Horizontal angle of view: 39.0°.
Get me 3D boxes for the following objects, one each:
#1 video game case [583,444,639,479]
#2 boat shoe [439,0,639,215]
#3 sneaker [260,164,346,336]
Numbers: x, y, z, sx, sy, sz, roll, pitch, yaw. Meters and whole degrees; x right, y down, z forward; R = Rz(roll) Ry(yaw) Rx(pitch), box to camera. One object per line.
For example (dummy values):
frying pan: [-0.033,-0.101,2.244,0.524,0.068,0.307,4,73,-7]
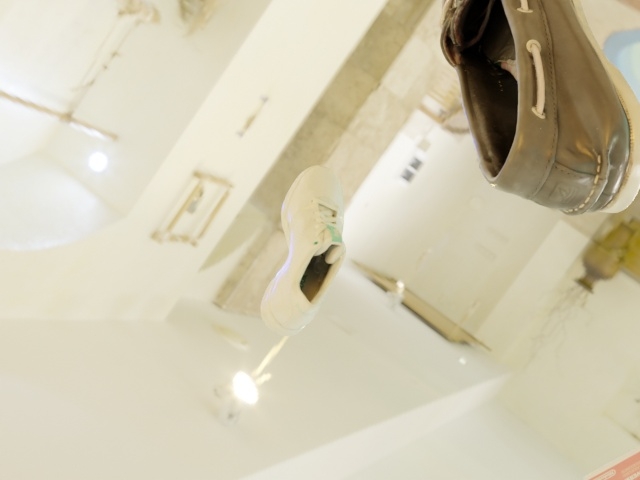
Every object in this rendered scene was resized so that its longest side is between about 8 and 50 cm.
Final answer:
video game case: [0.457,0.360,1.111,0.025,0.204,0.285,43,-158,-29]
boat shoe: [0.138,-0.148,0.677,0.095,0.112,0.335,3,-138,-15]
sneaker: [0.000,0.000,0.997,0.080,0.212,0.094,23,149,-20]
